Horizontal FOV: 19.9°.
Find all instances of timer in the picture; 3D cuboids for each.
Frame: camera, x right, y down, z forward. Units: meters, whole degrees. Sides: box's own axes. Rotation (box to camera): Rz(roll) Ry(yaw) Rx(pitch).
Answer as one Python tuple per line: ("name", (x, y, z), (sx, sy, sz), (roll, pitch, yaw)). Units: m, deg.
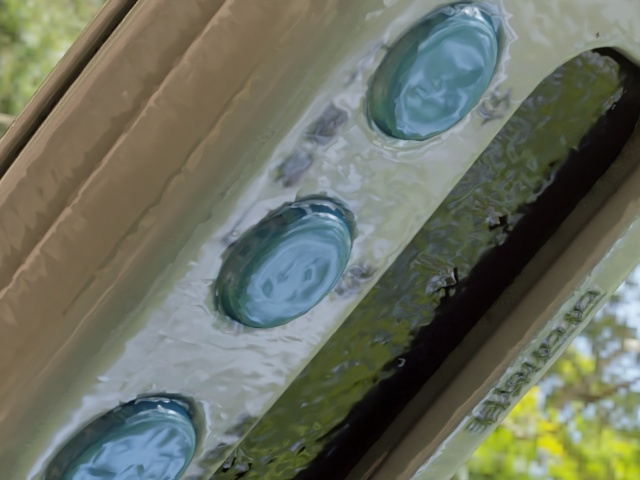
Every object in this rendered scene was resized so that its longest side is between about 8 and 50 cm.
("timer", (0.000, 0.000, 0.551), (0.262, 0.237, 0.087), (-50, -120, 12))
